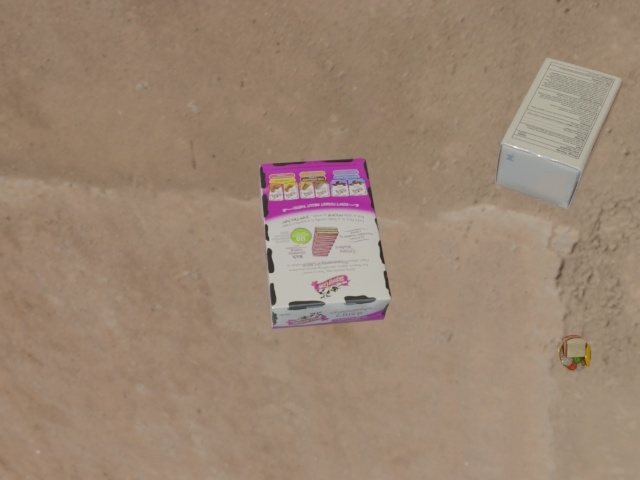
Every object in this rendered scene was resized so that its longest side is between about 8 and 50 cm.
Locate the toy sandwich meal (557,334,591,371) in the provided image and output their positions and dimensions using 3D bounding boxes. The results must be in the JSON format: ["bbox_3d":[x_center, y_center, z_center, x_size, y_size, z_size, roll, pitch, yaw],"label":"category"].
[{"bbox_3d":[0.573,0.254,1.536,0.085,0.085,0.029,32,179,-1],"label":"toy sandwich meal"}]

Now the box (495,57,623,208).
[{"bbox_3d":[0.439,-0.200,1.269,0.148,0.232,0.127,23,155,20],"label":"box"}]

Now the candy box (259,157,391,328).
[{"bbox_3d":[0.000,0.000,0.961,0.159,0.233,0.071,-3,149,-6],"label":"candy box"}]
